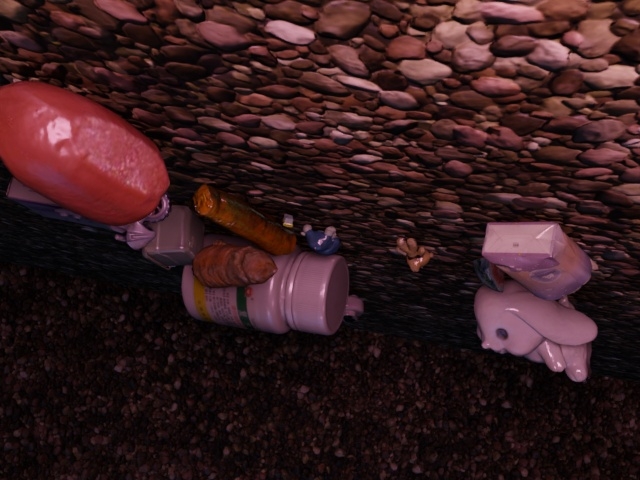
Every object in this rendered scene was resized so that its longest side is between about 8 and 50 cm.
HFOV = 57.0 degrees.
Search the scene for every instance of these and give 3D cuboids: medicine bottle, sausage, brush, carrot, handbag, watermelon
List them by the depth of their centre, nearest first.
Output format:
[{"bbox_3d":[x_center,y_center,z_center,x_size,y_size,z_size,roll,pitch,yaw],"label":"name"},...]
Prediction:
[{"bbox_3d":[-0.298,-0.103,0.755,0.148,0.148,0.254,4,165,28],"label":"sausage"},{"bbox_3d":[0.336,0.031,0.897,0.117,0.095,0.173,3,162,46],"label":"handbag"},{"bbox_3d":[-0.134,-0.032,1.075,0.070,0.070,0.260,3,164,34],"label":"carrot"},{"bbox_3d":[-0.062,-0.039,1.098,0.018,0.021,0.083,10,-175,-8],"label":"brush"},{"bbox_3d":[0.330,0.052,1.125,0.061,0.085,0.085,-28,173,-11],"label":"watermelon"},{"bbox_3d":[-0.154,0.052,1.131,0.101,0.102,0.263,19,168,-33],"label":"carrot"},{"bbox_3d":[-0.552,-0.080,1.278,0.171,0.052,0.201,12,169,-4],"label":"medicine bottle"},{"bbox_3d":[-0.120,0.103,1.338,0.339,0.208,0.208,7,167,20],"label":"medicine bottle"}]

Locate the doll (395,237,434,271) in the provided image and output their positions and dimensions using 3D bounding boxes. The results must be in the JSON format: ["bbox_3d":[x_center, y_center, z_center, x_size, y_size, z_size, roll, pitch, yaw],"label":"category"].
[{"bbox_3d":[0.177,0.018,1.129,0.061,0.051,0.093,3,136,34],"label":"doll"}]

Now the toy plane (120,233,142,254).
[{"bbox_3d":[-0.474,0.001,1.533,0.188,0.062,0.135,20,-169,-26],"label":"toy plane"}]

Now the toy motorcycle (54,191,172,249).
[{"bbox_3d":[-0.380,-0.054,1.078,0.215,0.123,0.080,11,-177,3],"label":"toy motorcycle"}]

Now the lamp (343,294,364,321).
[{"bbox_3d":[0.015,0.193,1.841,0.245,0.108,0.179,0,161,14],"label":"lamp"}]

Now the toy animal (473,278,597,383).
[{"bbox_3d":[0.469,0.184,1.283,0.249,0.174,0.289,17,174,36],"label":"toy animal"}]

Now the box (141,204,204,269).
[{"bbox_3d":[-0.301,-0.009,1.228,0.092,0.124,0.172,0,168,3],"label":"box"}]

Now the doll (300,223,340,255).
[{"bbox_3d":[0.000,0.000,1.155,0.076,0.051,0.083,11,170,22],"label":"doll"}]
